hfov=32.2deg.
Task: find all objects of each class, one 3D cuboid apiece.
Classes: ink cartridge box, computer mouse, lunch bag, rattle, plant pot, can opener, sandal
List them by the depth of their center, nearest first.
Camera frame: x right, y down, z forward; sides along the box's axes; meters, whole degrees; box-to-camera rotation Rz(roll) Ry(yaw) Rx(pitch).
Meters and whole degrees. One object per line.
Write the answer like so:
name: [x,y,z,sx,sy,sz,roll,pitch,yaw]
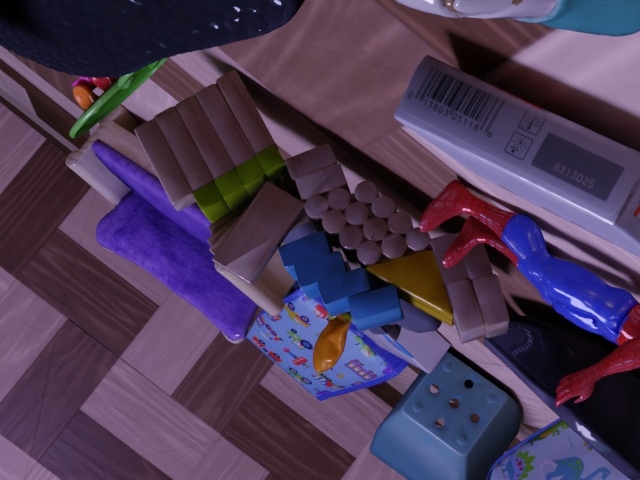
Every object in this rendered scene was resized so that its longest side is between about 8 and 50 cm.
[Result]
ink cartridge box: [0.143,-0.037,0.640,0.145,0.045,0.179,31,-173,32]
sandal: [-0.145,-0.198,0.755,0.445,0.107,0.167,8,150,48]
computer mouse: [0.211,0.106,0.975,0.188,0.072,0.272,41,-177,-32]
lunch bag: [0.272,0.275,1.094,0.090,0.176,0.219,45,-165,-30]
can opener: [0.049,0.022,1.222,0.095,0.076,0.283,-7,146,29]
rattle: [-0.017,0.060,1.401,0.130,0.143,0.199,54,-172,34]
ink cartridge box: [0.102,0.120,1.492,0.088,0.052,0.122,43,168,-32]
plant pot: [0.183,0.256,1.560,0.165,0.166,0.234,35,163,15]
lunch bag: [0.009,0.154,1.859,0.221,0.138,0.293,42,161,-12]

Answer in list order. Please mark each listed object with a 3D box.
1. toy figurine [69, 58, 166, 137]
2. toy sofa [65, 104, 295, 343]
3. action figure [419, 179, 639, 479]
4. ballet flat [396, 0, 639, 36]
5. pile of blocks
toy figurine: [-0.226,-0.203,1.014,0.159,0.130,0.173,48,148,-8]
toy sofa: [-0.195,-0.025,1.520,0.362,0.177,0.150,32,170,36]
action figure: [0.173,0.077,0.751,0.280,0.139,0.091,28,168,36]
ballet flat: [0.040,-0.127,0.362,0.083,0.087,0.247,29,168,40]
pile of blocks: [0.000,0.000,0.970,0.362,0.149,0.112,34,170,18]
